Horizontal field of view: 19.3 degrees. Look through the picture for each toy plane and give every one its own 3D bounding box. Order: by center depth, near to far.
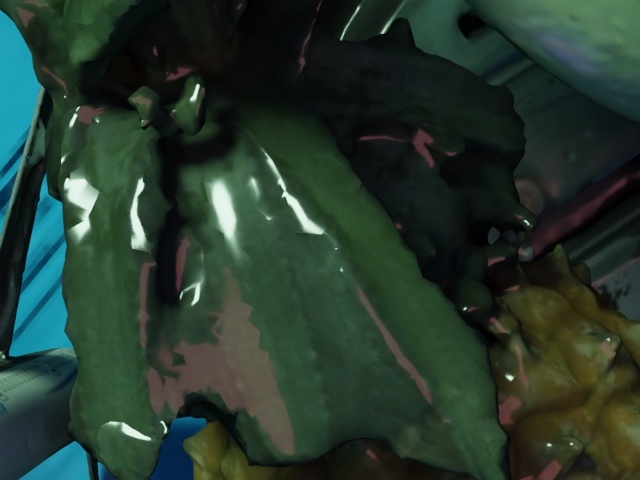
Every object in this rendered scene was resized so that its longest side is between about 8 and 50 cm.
[{"bbox_3d":[-0.079,0.045,0.487,0.058,0.226,0.226,4,92,14],"label":"toy plane"}]

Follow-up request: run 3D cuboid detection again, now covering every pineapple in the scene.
[{"bbox_3d":[-0.002,0.003,0.450,0.165,0.165,0.364,-37,120,-12],"label":"pineapple"}]

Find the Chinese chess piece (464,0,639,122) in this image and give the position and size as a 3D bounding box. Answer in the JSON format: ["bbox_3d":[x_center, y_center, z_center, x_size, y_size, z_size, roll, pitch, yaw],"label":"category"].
[{"bbox_3d":[0.109,-0.151,0.532,0.250,0.101,0.250,21,54,-32],"label":"Chinese chess piece"}]

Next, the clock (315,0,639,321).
[{"bbox_3d":[0.073,-0.027,0.612,0.215,0.042,0.215,-1,93,-17],"label":"clock"}]
